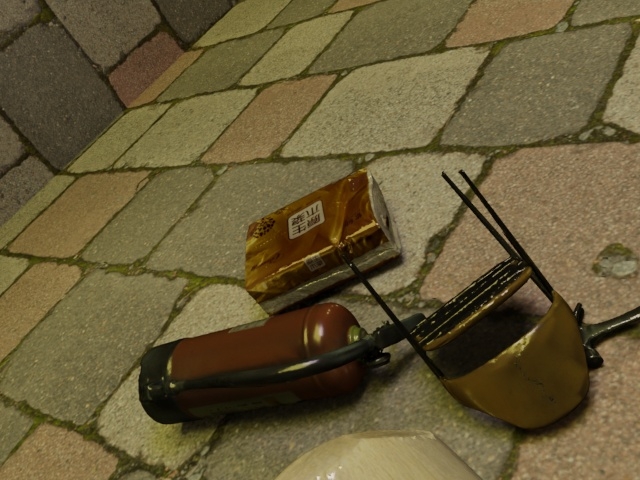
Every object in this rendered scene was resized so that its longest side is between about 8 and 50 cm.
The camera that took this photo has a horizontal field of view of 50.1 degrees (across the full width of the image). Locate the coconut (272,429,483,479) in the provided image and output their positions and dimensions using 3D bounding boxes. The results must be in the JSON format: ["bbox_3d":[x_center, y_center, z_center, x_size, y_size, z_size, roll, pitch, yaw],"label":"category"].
[{"bbox_3d":[0.044,0.267,0.518,0.237,0.237,0.266,-38,33,-7],"label":"coconut"}]

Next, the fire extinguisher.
[{"bbox_3d":[-0.065,0.165,0.841,0.376,0.113,0.200,-17,17,24],"label":"fire extinguisher"}]

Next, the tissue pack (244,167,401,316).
[{"bbox_3d":[0.000,0.000,1.045,0.226,0.092,0.183,-27,33,14],"label":"tissue pack"}]

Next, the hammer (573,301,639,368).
[{"bbox_3d":[0.354,0.064,0.711,0.201,0.021,0.078,-26,33,11],"label":"hammer"}]

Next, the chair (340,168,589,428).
[{"bbox_3d":[0.159,0.067,0.734,0.159,0.247,0.172,-39,4,3],"label":"chair"}]
